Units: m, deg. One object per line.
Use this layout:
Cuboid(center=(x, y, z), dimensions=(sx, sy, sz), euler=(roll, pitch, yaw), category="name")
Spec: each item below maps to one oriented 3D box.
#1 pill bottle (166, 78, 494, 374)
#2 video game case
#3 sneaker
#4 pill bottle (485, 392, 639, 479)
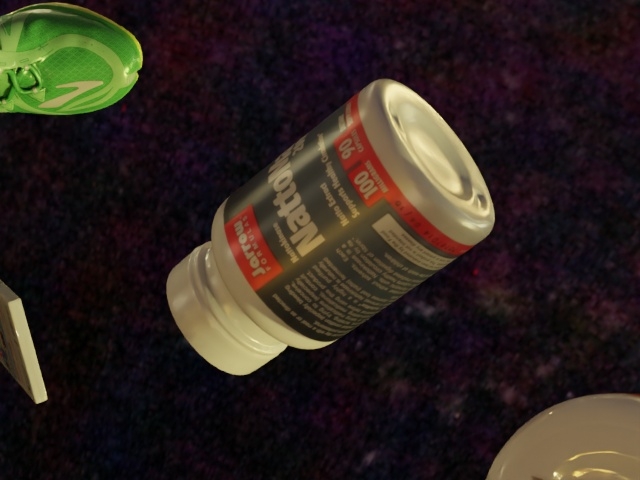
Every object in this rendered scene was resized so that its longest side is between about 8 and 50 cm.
Cuboid(center=(0.000, 0.000, 0.672), dimensions=(0.108, 0.180, 0.108), euler=(41, 26, -25), category="pill bottle")
Cuboid(center=(-0.249, 0.071, 0.920), dimensions=(0.011, 0.087, 0.122), euler=(-20, 22, -25), category="video game case")
Cuboid(center=(-0.303, -0.147, 1.001), dimensions=(0.295, 0.109, 0.123), euler=(2, 30, -15), category="sneaker")
Cuboid(center=(0.171, 0.135, 0.564), dimensions=(0.121, 0.121, 0.221), euler=(48, 17, 27), category="pill bottle")
